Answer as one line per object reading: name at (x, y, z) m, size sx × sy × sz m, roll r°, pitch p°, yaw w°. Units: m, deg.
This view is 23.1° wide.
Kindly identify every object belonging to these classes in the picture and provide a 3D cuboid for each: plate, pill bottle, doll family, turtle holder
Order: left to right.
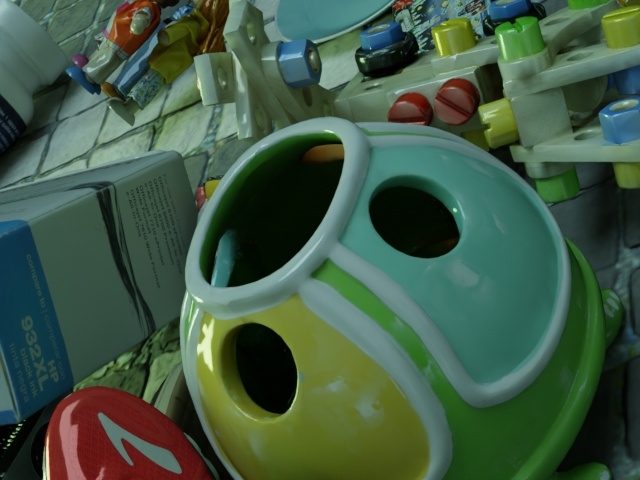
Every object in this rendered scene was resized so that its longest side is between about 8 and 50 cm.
pill bottle at (-0.405, -0.137, 1.684) m, size 0.264 × 0.153 × 0.153 m, roll -49°, pitch 33°, yaw -11°
doll family at (-0.153, -0.198, 1.558) m, size 0.163 × 0.118 × 0.263 m, roll -47°, pitch 14°, yaw 3°
turtle holder at (0.017, 0.076, 0.923) m, size 0.243 × 0.227 × 0.320 m, roll 15°, pitch 63°, yaw 52°
plate at (0.039, -0.245, 1.466) m, size 0.188 × 0.024 × 0.188 m, roll -27°, pitch 36°, yaw 22°

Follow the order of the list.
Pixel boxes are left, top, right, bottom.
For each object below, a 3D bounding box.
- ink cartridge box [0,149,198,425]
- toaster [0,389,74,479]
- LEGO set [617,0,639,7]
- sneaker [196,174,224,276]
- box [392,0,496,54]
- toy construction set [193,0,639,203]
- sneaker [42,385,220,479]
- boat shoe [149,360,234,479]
ink cartridge box at (-0.249, 0.041, 1.184) m, size 0.223 × 0.129 × 0.307 m, roll -12°, pitch 10°, yaw 25°
toaster at (-0.255, 0.200, 1.172) m, size 0.186 × 0.110 × 0.168 m, roll -6°, pitch 46°, yaw 43°
LEGO set at (0.228, -0.207, 1.117) m, size 0.087 × 0.093 × 0.227 m, roll -38°, pitch -7°, yaw 11°
sneaker at (0.000, 0.000, 1.185) m, size 0.225 × 0.088 × 0.092 m, roll -4°, pitch 75°, yaw 39°
box at (0.108, -0.175, 1.308) m, size 0.094 × 0.027 × 0.137 m, roll -29°, pitch 35°, yaw 21°
toy construction set at (0.084, -0.101, 1.080) m, size 0.328 × 0.151 × 0.215 m, roll 4°, pitch 26°, yaw 17°
sneaker at (-0.084, 0.183, 0.852) m, size 0.107 × 0.118 × 0.279 m, roll -19°, pitch 56°, yaw -11°
boat shoe at (-0.118, 0.225, 0.997) m, size 0.123 × 0.123 × 0.342 m, roll -20°, pitch 45°, yaw 28°
